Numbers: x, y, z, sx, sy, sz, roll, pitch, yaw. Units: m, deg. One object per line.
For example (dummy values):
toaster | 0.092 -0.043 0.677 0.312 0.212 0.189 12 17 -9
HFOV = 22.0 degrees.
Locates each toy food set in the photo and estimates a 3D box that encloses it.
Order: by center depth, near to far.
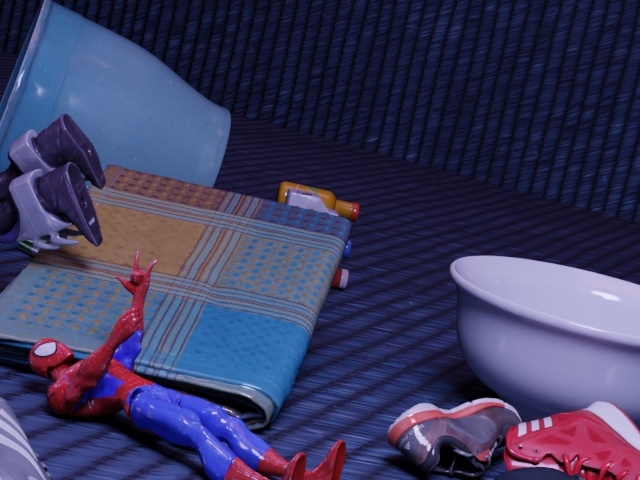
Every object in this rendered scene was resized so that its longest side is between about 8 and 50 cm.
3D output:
toy food set | 0.000 0.000 1.982 0.104 0.111 0.232 11 8 -8

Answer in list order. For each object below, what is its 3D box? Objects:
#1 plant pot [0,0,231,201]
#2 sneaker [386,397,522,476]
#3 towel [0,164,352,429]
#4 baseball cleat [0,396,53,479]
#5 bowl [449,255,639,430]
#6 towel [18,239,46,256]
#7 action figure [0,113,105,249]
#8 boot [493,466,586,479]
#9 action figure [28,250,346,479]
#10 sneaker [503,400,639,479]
plant pot | -0.253 -0.112 1.929 0.255 0.272 0.271 21 8 -14
sneaker | 0.121 0.176 1.384 0.158 0.061 0.065 1 42 -45
towel | -0.130 0.040 1.519 0.271 0.040 0.370 14 27 6
baseball cleat | -0.191 0.161 1.034 0.109 0.072 0.206 25 12 -14
bowl | 0.255 0.118 1.594 0.297 0.134 0.298 13 11 -2
towel | -0.249 0.026 1.807 0.113 0.023 0.152 6 10 -44
action figure | -0.339 -0.013 1.495 0.285 0.099 0.185 -18 27 13
boot | 0.110 0.204 1.037 0.246 0.094 0.207 19 13 -2
action figure | -0.110 0.097 1.264 0.280 0.139 0.091 16 9 29
sneaker | 0.222 0.203 1.317 0.128 0.087 0.221 -8 16 -20
